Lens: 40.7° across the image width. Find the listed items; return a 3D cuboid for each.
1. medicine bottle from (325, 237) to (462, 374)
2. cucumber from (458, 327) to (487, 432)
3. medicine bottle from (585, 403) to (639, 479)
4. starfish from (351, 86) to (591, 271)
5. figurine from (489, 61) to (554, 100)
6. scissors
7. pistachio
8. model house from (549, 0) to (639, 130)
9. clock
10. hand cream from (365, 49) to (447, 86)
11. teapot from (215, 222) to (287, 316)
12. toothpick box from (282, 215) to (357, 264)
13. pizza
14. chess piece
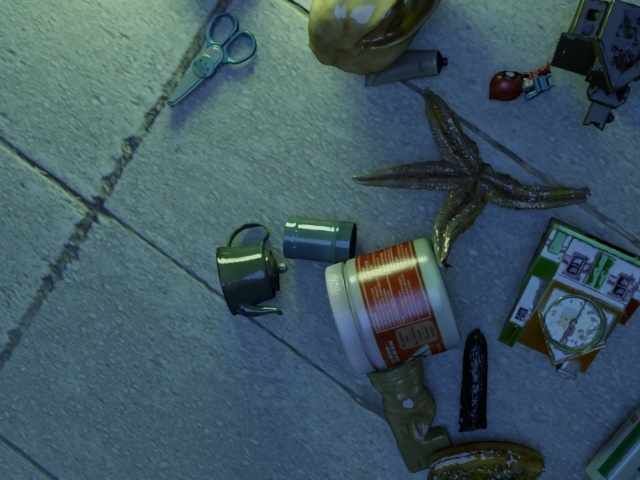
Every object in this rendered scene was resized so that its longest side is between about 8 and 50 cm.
[{"bbox_3d":[0.160,0.141,1.869,0.241,0.252,0.252,-17,94,8],"label":"medicine bottle"},{"bbox_3d":[0.349,0.323,1.960,0.067,0.067,0.245,2,99,10],"label":"cucumber"},{"bbox_3d":[0.697,0.441,1.896,0.095,0.095,0.260,37,104,4],"label":"medicine bottle"},{"bbox_3d":[0.311,-0.135,1.842,0.384,0.132,0.398,-36,85,-24],"label":"starfish"},{"bbox_3d":[0.430,-0.336,1.863,0.140,0.068,0.075,-11,98,18],"label":"figurine"},{"bbox_3d":[-0.267,-0.406,2.000,0.256,0.030,0.125,-44,86,10],"label":"scissors"},{"bbox_3d":[0.113,-0.492,1.824,0.321,0.229,0.238,-41,46,7],"label":"pistachio"},{"bbox_3d":[0.575,-0.352,1.758,0.205,0.211,0.243,20,100,9],"label":"model house"},{"bbox_3d":[0.541,0.141,1.850,0.235,0.166,0.309,25,102,7],"label":"clock"},{"bbox_3d":[0.188,-0.389,1.909,0.186,0.054,0.087,0,89,18],"label":"hand cream"},{"bbox_3d":[-0.151,0.068,1.988,0.149,0.162,0.239,-14,65,4],"label":"teapot"},{"bbox_3d":[0.000,0.000,1.967,0.153,0.101,0.101,7,98,11],"label":"toothpick box"},{"bbox_3d":[0.350,0.573,1.970,0.251,0.074,0.287,21,102,-2],"label":"pizza"},{"bbox_3d":[0.205,0.393,1.981,0.137,0.137,0.300,-16,106,12],"label":"chess piece"}]
